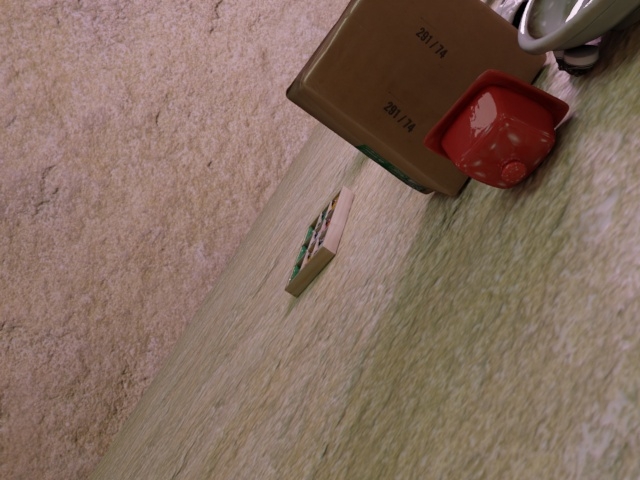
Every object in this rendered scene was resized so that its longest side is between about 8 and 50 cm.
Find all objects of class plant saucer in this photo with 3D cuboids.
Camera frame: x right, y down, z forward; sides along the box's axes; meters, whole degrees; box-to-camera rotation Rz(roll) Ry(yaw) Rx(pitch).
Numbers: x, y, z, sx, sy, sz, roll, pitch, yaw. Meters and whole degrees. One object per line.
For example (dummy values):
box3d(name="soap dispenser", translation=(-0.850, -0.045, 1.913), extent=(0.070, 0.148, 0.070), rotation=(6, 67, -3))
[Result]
box3d(name="plant saucer", translation=(0.441, -0.408, 1.354), extent=(0.400, 0.100, 0.400), rotation=(-53, 12, 16))

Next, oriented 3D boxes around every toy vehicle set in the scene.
box3d(name="toy vehicle set", translation=(0.000, 0.000, 2.282), extent=(0.166, 0.035, 0.267), rotation=(-49, 12, 33))

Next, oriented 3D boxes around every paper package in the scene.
box3d(name="paper package", translation=(0.156, -0.280, 1.629), extent=(0.309, 0.325, 0.168), rotation=(-56, 11, -1))

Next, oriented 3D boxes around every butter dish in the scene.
box3d(name="butter dish", translation=(0.251, -0.128, 1.321), extent=(0.160, 0.160, 0.118), rotation=(-48, 36, 36))

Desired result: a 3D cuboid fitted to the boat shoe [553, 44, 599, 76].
box3d(name="boat shoe", translation=(0.369, -0.257, 1.388), extent=(0.049, 0.040, 0.142), rotation=(-14, 16, 4))

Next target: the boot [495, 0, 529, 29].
box3d(name="boot", translation=(0.388, -0.446, 1.783), extent=(0.258, 0.095, 0.123), rotation=(-65, 17, -4))
